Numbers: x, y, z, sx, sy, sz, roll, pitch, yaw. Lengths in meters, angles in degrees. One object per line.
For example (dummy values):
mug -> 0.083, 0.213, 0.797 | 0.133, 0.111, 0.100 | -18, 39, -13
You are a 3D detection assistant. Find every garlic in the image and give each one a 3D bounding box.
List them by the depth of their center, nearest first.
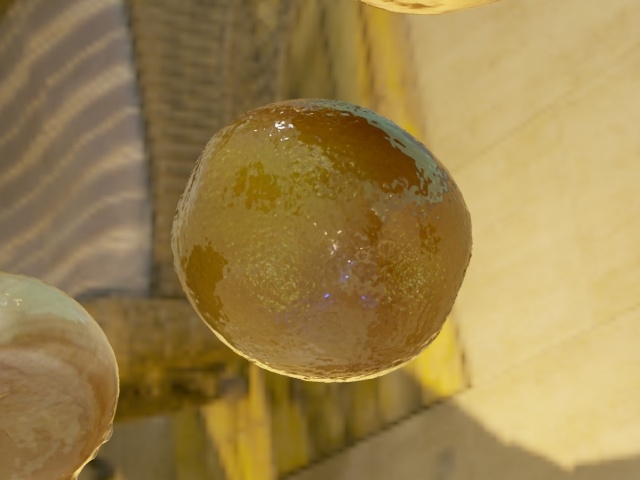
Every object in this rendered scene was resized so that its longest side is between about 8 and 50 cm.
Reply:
garlic -> -0.314, 0.128, 1.526 | 0.313, 0.286, 0.249 | 74, -155, -51

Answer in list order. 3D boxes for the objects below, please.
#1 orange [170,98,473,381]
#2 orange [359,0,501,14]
orange -> 0.000, 0.000, 1.544 | 0.236, 0.236, 0.236 | -8, 81, 60
orange -> 0.083, -0.323, 1.513 | 0.312, 0.312, 0.312 | -8, 81, 60
